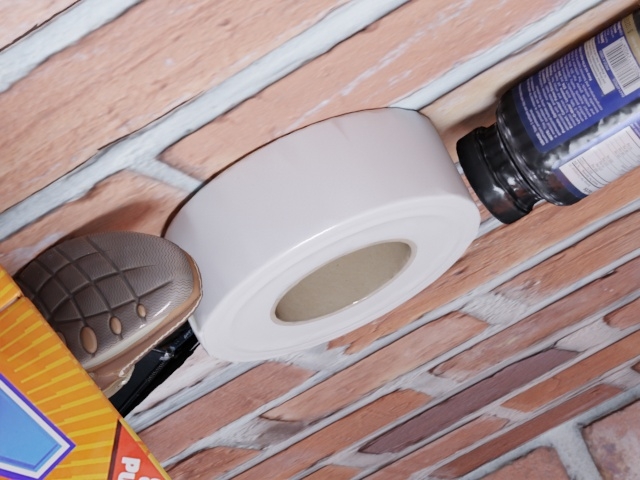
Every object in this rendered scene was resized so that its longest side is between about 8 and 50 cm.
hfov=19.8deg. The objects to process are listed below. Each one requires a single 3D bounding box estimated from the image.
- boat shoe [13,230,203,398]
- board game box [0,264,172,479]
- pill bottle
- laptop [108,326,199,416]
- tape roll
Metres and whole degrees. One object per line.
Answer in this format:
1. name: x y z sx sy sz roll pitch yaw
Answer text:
1. boat shoe: -0.218 0.086 1.608 0.324 0.123 0.116 -25 151 33
2. board game box: -0.325 0.198 1.290 0.356 0.356 0.356 -37 165 -12
3. pill bottle: 0.238 -0.108 1.667 0.219 0.123 0.123 -31 161 20
4. laptop: -0.215 0.098 1.831 0.264 0.136 0.234 -43 178 -41
5. tape roll: 0.000 0.000 1.677 0.286 0.100 0.286 -23 160 -9
